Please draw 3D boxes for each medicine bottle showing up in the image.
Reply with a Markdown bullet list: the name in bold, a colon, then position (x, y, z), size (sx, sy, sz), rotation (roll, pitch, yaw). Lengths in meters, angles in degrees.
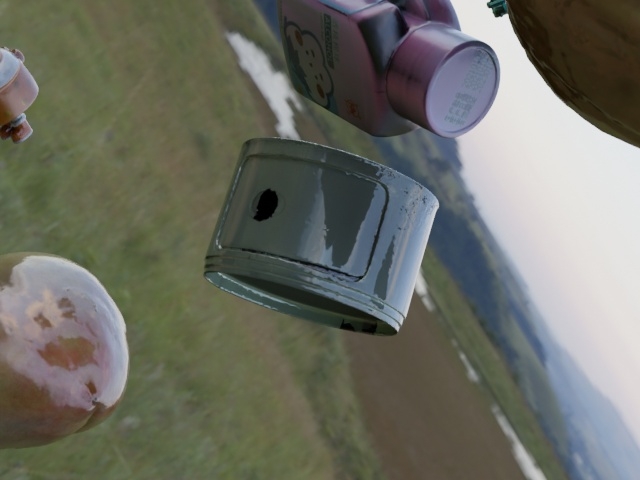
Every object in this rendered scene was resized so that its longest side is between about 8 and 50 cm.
- **medicine bottle**: position (0.054, -0.154, 0.946), size (0.188, 0.094, 0.119), rotation (35, -34, 44)

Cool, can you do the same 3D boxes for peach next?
- **peach**: position (-0.390, 0.145, 1.527), size (0.292, 0.292, 0.247), rotation (-87, 178, -76)

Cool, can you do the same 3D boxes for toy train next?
- **toy train**: position (0.274, -0.331, 1.590), size (0.029, 0.092, 0.045), rotation (54, 22, -48)

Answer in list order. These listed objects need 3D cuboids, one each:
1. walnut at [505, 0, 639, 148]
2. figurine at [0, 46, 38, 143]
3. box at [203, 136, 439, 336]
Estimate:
- **walnut**: position (0.282, -0.205, 0.801), size (0.333, 0.333, 0.333), rotation (57, 8, -13)
- **figurine**: position (-0.511, -0.265, 1.736), size (0.143, 0.143, 0.271), rotation (-106, -175, -61)
- **box**: position (0.000, 0.000, 1.254), size (0.226, 0.226, 0.149), rotation (42, 63, -65)
